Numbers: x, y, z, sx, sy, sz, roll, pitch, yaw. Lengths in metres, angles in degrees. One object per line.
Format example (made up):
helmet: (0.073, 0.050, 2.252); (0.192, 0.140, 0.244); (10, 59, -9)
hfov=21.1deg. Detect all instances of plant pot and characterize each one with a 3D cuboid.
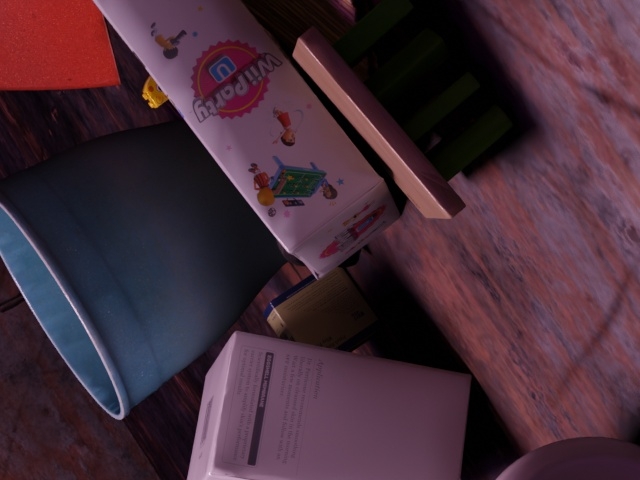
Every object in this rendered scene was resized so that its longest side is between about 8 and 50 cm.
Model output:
plant pot: (-0.169, 0.000, 1.750); (0.272, 0.255, 0.272); (51, 163, 23)
plant pot: (-0.345, -0.295, 1.619); (0.267, 0.235, 0.267); (81, 173, -54)

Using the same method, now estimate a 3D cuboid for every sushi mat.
sushi mat: (-0.048, -0.224, 1.420); (0.316, 0.019, 0.151); (43, 159, 41)

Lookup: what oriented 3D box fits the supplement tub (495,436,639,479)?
supplement tub: (0.194, 0.280, 1.330); (0.191, 0.191, 0.272); (52, 162, 19)

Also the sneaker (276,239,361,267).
sneaker: (0.002, -0.001, 1.617); (0.089, 0.051, 0.170); (55, 160, 26)

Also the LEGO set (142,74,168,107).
LEGO set: (-0.134, -0.177, 1.584); (0.227, 0.093, 0.087); (53, 170, -7)

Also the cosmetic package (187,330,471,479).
cosmetic package: (0.002, 0.187, 1.614); (0.224, 0.224, 0.138); (127, 154, -72)

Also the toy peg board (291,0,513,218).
toy peg board: (0.062, -0.101, 1.238); (0.161, 0.079, 0.160); (50, 179, -2)

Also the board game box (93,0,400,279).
board game box: (-0.069, -0.121, 1.400); (0.303, 0.097, 0.224); (53, -179, 8)

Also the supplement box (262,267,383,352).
supplement box: (0.002, 0.079, 1.704); (0.083, 0.083, 0.056); (55, 164, 7)
